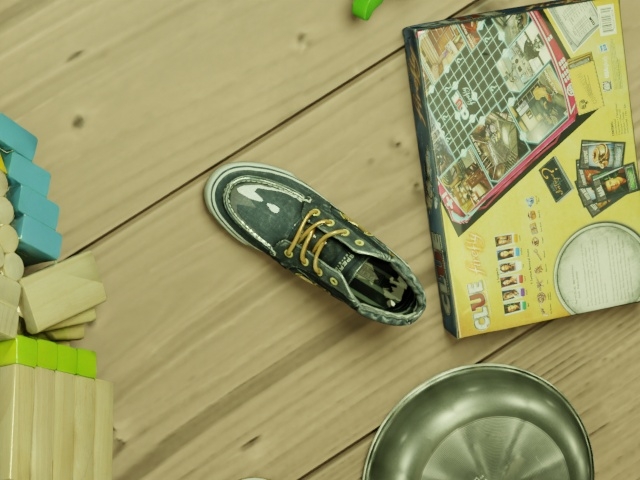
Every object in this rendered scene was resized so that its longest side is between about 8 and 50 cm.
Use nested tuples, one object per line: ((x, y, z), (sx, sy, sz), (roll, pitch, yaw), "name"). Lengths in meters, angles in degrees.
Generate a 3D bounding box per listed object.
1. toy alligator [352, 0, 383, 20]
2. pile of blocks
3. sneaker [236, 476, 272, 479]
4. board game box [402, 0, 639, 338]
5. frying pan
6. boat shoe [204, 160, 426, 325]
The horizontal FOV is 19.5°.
((0.077, -0.249, 1.382), (0.056, 0.051, 0.189), (30, 102, 24), "toy alligator")
((-0.254, 0.022, 1.351), (0.113, 0.149, 0.362), (-12, 95, 34), "pile of blocks")
((-0.078, 0.330, 1.405), (0.099, 0.153, 0.282), (17, 96, -14), "sneaker")
((0.162, -0.059, 1.443), (0.165, 0.042, 0.243), (-10, 102, -10), "board game box")
((0.073, 0.222, 1.476), (0.326, 0.053, 0.197), (-23, 103, -10), "frying pan")
((0.000, 0.000, 1.397), (0.183, 0.083, 0.065), (30, 93, -15), "boat shoe")
